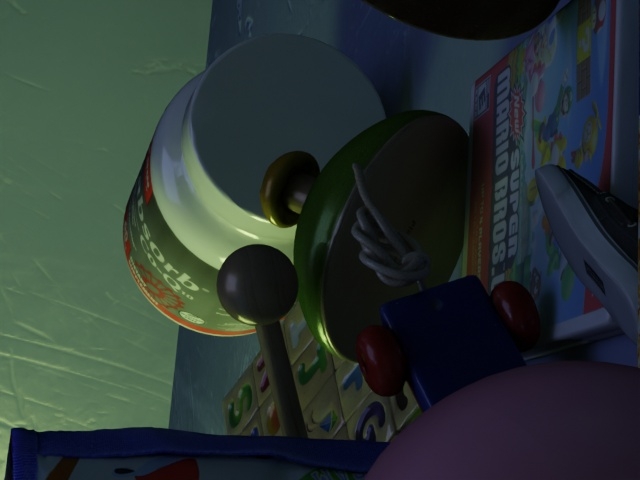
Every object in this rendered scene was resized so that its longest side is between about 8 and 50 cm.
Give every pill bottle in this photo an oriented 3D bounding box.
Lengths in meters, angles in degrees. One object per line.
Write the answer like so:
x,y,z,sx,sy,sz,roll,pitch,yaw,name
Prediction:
-0.063,-0.047,1.623,0.363,0.210,0.210,128,146,-70,pill bottle

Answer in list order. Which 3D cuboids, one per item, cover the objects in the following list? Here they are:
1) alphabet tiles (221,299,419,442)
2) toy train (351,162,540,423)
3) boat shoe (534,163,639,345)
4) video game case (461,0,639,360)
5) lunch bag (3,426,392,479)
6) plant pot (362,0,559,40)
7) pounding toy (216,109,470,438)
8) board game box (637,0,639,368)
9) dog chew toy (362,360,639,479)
-0.010,0.166,1.449,0.342,0.011,0.285,-53,31,32,alphabet tiles
0.073,0.085,1.048,0.143,0.105,0.248,88,160,-52,toy train
0.151,0.003,0.893,0.142,0.040,0.049,-118,9,-51,boat shoe
0.138,-0.033,1.072,0.285,0.025,0.204,143,132,-75,video game case
-0.067,0.316,1.172,0.239,0.328,0.385,-142,57,-75,lunch bag
0.104,-0.267,0.973,0.230,0.215,0.215,128,149,-45,plant pot
0.000,0.000,1.215,0.237,0.110,0.183,-47,-36,-30,pounding toy
0.187,-0.040,0.775,0.147,0.045,0.193,137,137,-73,board game box
0.097,0.162,0.765,0.332,0.206,0.206,117,157,-80,dog chew toy
